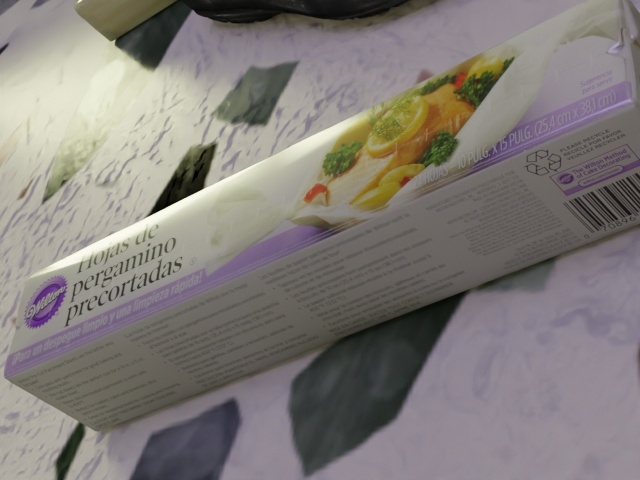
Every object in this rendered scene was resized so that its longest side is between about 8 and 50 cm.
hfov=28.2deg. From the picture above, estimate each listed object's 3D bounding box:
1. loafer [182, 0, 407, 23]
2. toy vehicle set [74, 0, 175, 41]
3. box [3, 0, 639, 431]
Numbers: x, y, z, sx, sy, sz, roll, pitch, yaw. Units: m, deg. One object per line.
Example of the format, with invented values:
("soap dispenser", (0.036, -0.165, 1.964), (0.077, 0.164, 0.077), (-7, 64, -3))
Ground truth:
("loafer", (-0.013, -0.162, 0.676), (0.223, 0.078, 0.076), (4, 63, 47))
("toy vehicle set", (-0.044, -0.252, 0.817), (0.267, 0.035, 0.166), (-25, 44, 29))
("box", (0.000, 0.000, 0.539), (0.324, 0.067, 0.063), (-24, 44, 31))
